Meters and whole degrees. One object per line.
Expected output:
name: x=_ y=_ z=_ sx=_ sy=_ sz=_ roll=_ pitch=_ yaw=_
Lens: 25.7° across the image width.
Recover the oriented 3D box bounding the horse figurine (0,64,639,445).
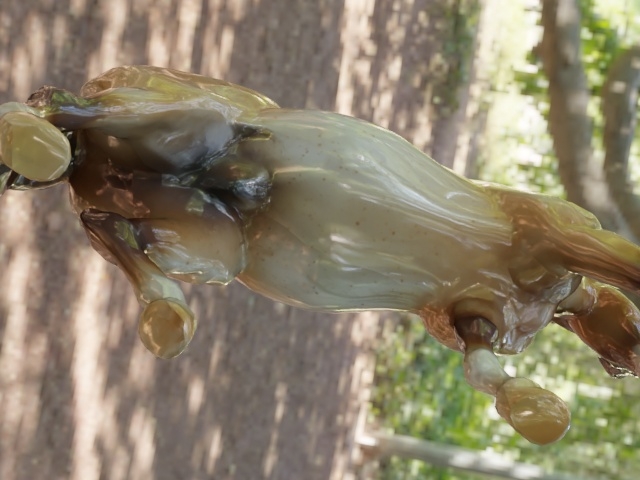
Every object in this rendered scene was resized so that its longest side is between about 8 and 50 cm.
horse figurine: x=0.000 y=0.000 z=0.381 sx=0.174 sy=0.263 sz=0.066 roll=-114 pitch=-141 yaw=-77
